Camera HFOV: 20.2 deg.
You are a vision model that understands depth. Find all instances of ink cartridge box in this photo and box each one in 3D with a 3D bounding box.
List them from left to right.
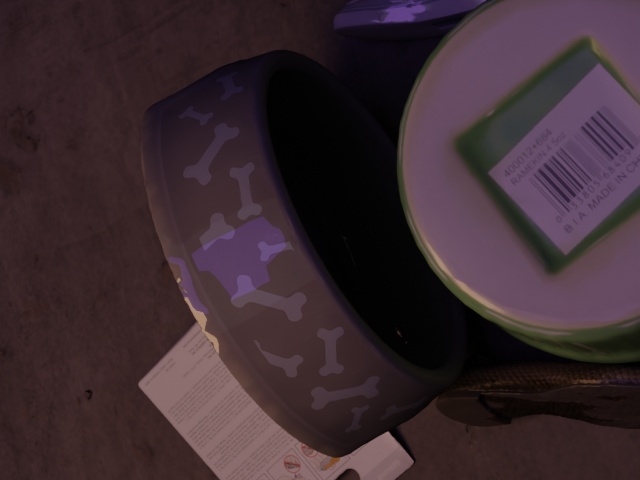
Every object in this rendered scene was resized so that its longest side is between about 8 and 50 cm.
[{"bbox_3d":[-0.038,0.160,1.693,0.232,0.066,0.189,47,120,2],"label":"ink cartridge box"}]

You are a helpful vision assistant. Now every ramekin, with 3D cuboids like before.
[{"bbox_3d":[0.204,-0.058,1.362,0.303,0.148,0.303,-1,86,20],"label":"ramekin"}]

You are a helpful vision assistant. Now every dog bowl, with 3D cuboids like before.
[{"bbox_3d":[0.000,0.000,1.471,0.102,0.348,0.349,-29,75,22],"label":"dog bowl"}]

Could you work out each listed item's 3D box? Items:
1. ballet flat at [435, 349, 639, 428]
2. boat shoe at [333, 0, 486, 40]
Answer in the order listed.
[{"bbox_3d":[0.204,0.117,1.483,0.249,0.084,0.058,-6,53,41],"label":"ballet flat"},{"bbox_3d":[0.092,-0.215,1.551,0.184,0.066,0.063,-9,77,39],"label":"boat shoe"}]
